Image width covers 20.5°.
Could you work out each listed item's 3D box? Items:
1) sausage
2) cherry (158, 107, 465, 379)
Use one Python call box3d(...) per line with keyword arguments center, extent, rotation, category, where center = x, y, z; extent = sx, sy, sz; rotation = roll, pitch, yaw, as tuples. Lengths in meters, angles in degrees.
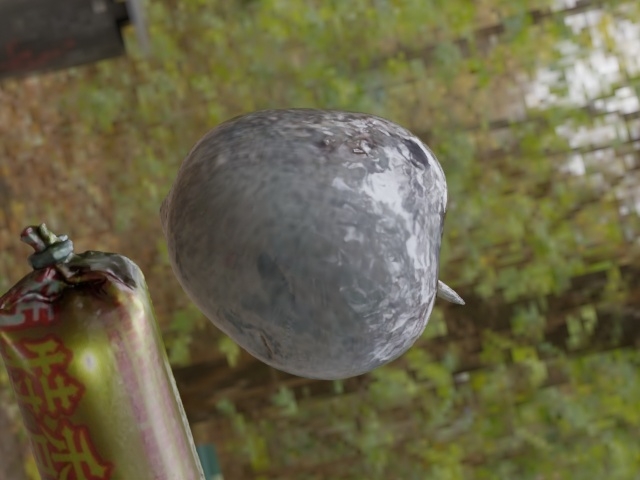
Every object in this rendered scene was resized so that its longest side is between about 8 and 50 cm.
box3d(center=(-0.156, 0.129, 1.298), extent=(0.117, 0.125, 0.317), rotation=(-68, 148, -64), category="sausage")
box3d(center=(0.000, 0.000, 1.607), extent=(0.218, 0.296, 0.255), rotation=(116, -12, -62), category="cherry")
